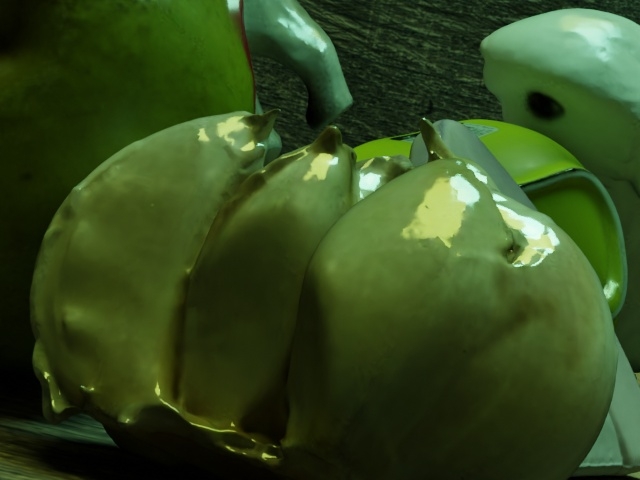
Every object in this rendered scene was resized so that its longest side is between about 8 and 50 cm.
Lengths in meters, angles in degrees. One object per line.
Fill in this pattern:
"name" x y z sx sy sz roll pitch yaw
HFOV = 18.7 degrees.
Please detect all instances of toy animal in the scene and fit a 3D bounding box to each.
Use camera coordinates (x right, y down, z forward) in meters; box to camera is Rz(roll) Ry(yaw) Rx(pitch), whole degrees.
"toy animal" 0.239 -0.036 1.555 0.258 0.194 0.357 34 -22 27
"toy animal" -0.149 -0.171 1.815 0.194 0.302 0.344 -35 -1 -37

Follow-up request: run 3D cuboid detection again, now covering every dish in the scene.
"dish" 0.125 0.013 1.353 0.262 0.221 0.108 -3 -9 -41

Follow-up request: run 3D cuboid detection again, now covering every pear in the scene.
"pear" -0.179 -0.058 1.143 0.287 0.287 0.375 11 -21 -2

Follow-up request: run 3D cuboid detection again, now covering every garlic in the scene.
"garlic" 0.015 0.037 0.954 0.281 0.203 0.185 10 -15 34

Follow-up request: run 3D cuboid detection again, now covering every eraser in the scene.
"eraser" 0.108 0.039 1.219 0.059 0.243 0.204 -34 -25 31
